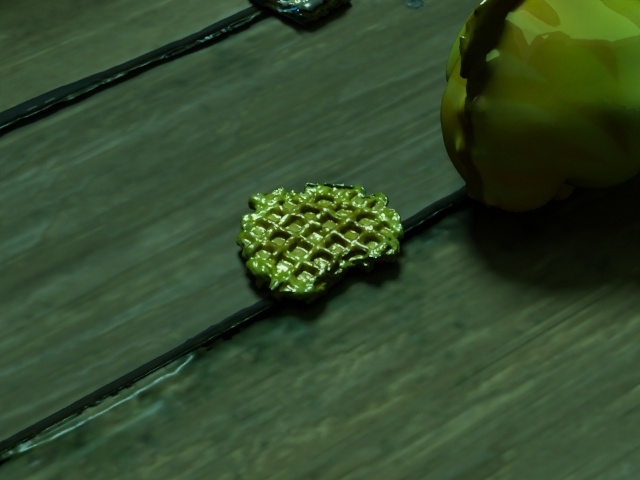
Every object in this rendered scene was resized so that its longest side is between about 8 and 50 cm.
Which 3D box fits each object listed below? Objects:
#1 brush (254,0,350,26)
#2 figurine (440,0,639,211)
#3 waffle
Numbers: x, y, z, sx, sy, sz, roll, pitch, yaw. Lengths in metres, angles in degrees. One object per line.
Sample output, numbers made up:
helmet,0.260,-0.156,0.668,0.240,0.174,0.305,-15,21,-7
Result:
brush,-0.050,-0.174,1.088,0.164,0.014,0.051,35,51,31
figurine,0.157,-0.093,0.943,0.246,0.131,0.156,-21,27,-40
waffle,0.000,-0.002,0.906,0.085,0.016,0.078,-14,46,-17
